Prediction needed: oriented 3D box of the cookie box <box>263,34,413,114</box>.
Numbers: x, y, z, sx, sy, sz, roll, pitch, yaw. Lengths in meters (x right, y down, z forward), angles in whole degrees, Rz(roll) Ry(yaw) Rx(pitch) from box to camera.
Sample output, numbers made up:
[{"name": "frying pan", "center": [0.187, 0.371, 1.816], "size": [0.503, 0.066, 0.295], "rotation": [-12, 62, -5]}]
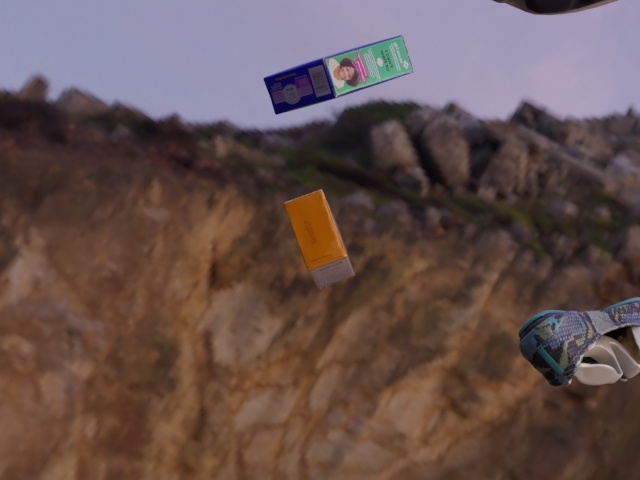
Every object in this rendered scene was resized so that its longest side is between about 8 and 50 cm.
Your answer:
[{"name": "cookie box", "center": [0.017, -0.156, 1.396], "size": [0.092, 0.107, 0.040], "rotation": [-10, -80, 50]}]

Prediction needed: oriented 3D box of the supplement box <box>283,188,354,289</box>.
[{"name": "supplement box", "center": [0.000, 0.000, 1.253], "size": [0.098, 0.036, 0.062], "rotation": [66, 3, -79]}]

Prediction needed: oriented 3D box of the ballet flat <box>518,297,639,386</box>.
[{"name": "ballet flat", "center": [0.228, 0.088, 1.203], "size": [0.070, 0.070, 0.188], "rotation": [9, 10, 42]}]

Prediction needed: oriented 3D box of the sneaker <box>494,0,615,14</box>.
[{"name": "sneaker", "center": [0.158, -0.167, 0.511], "size": [0.275, 0.110, 0.107], "rotation": [-18, -72, 8]}]
